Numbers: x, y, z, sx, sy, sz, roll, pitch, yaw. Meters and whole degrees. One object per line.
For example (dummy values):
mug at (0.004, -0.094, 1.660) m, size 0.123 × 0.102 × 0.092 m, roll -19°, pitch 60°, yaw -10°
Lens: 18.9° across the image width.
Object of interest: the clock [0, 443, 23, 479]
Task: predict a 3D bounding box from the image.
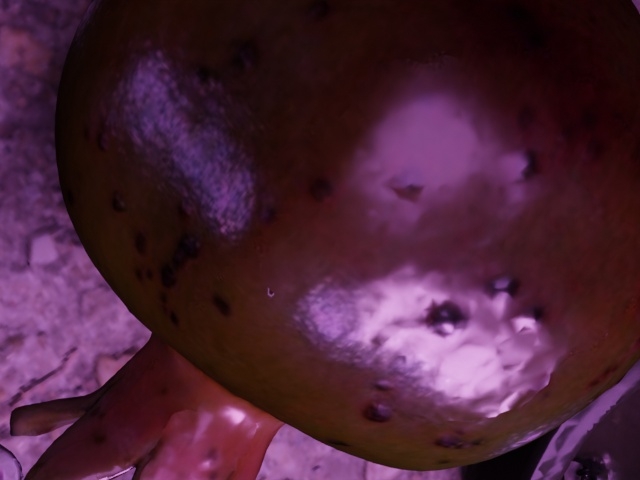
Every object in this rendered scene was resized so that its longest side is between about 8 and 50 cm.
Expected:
clock at (-0.216, 0.184, 0.865) m, size 0.150 × 0.063 × 0.197 m, roll 1°, pitch 97°, yaw -23°

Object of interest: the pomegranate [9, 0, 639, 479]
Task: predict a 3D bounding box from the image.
pomegranate at (0.017, -0.007, 0.851) m, size 0.291 × 0.291 × 0.323 m, roll 10°, pitch 120°, yaw -24°

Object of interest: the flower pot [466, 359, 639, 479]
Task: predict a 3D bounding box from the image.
flower pot at (0.165, 0.136, 0.975) m, size 0.235 × 0.148 × 0.235 m, roll -4°, pitch 102°, yaw -22°
